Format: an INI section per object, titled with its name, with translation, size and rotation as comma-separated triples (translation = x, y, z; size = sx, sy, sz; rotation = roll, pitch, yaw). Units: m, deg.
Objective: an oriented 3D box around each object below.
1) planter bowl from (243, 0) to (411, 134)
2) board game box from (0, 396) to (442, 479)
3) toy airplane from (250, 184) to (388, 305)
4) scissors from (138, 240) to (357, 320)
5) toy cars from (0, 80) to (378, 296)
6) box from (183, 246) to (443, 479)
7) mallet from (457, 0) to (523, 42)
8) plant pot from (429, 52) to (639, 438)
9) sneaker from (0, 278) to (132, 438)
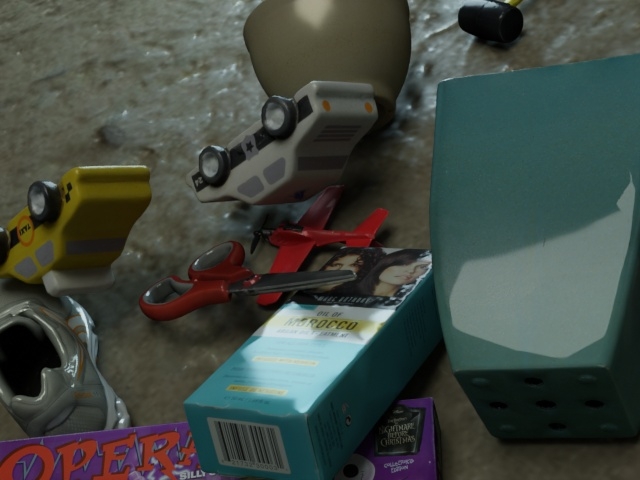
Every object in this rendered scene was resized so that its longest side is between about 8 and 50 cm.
[planter bowl]
translation = 0.015, -0.161, 1.142
size = 0.162, 0.162, 0.109
rotation = -16, 69, 13
[board game box]
translation = -0.086, 0.220, 0.842
size = 0.347, 0.056, 0.208
rotation = -8, 40, 9
[toy airplane]
translation = 0.000, 0.000, 1.068
size = 0.151, 0.028, 0.151
rotation = -15, 42, 14
[scissors]
translation = -0.070, 0.044, 0.987
size = 0.109, 0.021, 0.297
rotation = -34, 18, -18
[toy cars]
translation = -0.125, -0.029, 1.071
size = 0.394, 0.176, 0.087
rotation = -20, 77, 1
[box]
translation = 0.010, 0.084, 0.888
size = 0.100, 0.060, 0.244
rotation = 2, 26, 29
[mallet]
translation = 0.213, -0.264, 1.220
size = 0.062, 0.039, 0.189
rotation = 18, 54, 42
[plant pot]
translation = 0.171, 0.016, 0.870
size = 0.165, 0.165, 0.234
rotation = -4, 55, 24
[sneaker]
translation = -0.249, 0.087, 1.042
size = 0.099, 0.121, 0.262
rotation = -37, 41, -9
